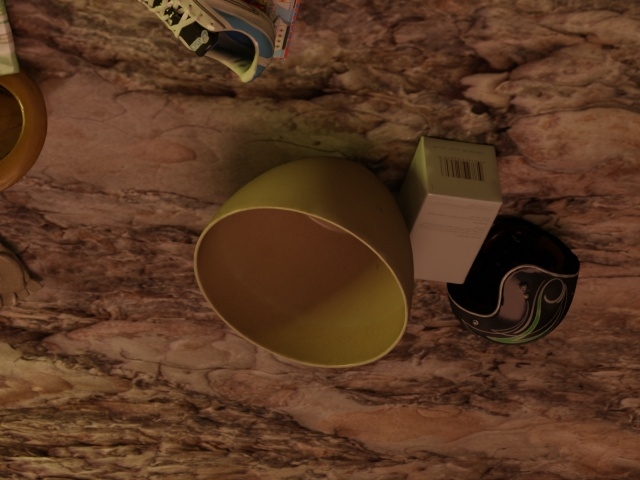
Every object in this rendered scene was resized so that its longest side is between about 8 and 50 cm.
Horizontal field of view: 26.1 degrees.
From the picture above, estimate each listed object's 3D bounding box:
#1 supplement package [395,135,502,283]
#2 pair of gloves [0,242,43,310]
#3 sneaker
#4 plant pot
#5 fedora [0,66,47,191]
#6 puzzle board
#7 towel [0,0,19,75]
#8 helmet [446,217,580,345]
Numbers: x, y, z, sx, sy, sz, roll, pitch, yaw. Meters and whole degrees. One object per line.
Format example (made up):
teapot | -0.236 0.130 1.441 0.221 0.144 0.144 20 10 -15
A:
supplement package | 0.163 -0.038 1.847 0.105 0.105 0.179 7 140 -12
pair of gloves | -0.543 0.048 1.978 0.240 0.042 0.204 -17 136 15
sneaker | -0.150 -0.264 1.559 0.237 0.086 0.085 31 136 -23
plant pot | 0.000 0.000 1.797 0.284 0.191 0.284 12 137 12
fedora | -0.424 -0.139 1.692 0.194 0.194 0.079 -4 179 3
puzzle board | -0.077 -0.264 1.631 0.096 0.011 0.128 6 141 -9
towel | -0.418 -0.252 1.598 0.113 0.023 0.152 -4 129 3
helmet | 0.268 0.068 1.942 0.169 0.169 0.161 17 121 -22
